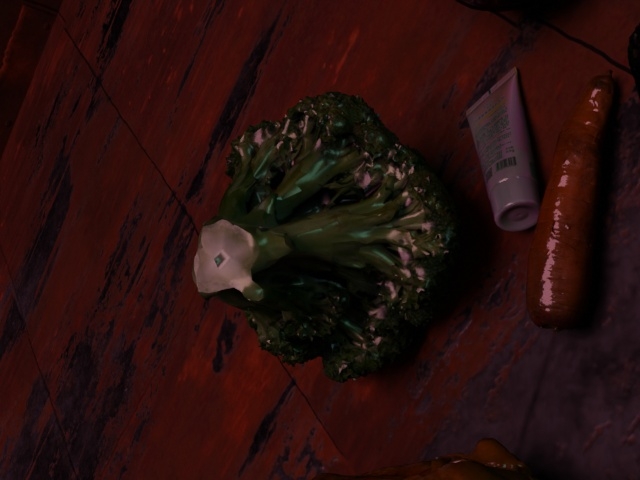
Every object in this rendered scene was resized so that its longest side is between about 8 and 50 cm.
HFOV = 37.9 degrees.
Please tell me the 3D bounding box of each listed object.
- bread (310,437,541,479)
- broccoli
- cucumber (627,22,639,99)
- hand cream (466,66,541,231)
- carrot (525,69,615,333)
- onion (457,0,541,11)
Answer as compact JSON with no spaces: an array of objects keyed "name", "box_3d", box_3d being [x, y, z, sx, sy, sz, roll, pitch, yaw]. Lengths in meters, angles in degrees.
[{"name":"bread","box_3d":[0.021,0.294,0.768,0.337,0.358,0.204,154,104,-69]},{"name":"broccoli","box_3d":[0.000,0.000,0.961,0.307,0.275,0.308,4,98,32]},{"name":"cucumber","box_3d":[0.301,-0.069,0.732,0.074,0.074,0.242,-31,56,44]},{"name":"hand cream","box_3d":[0.183,-0.091,0.928,0.076,0.047,0.174,-42,39,38]},{"name":"carrot","box_3d":[0.227,-0.037,0.838,0.059,0.059,0.248,2,77,54]},{"name":"onion","box_3d":[0.154,-0.348,0.914,0.221,0.280,0.281,78,-179,-60]}]
